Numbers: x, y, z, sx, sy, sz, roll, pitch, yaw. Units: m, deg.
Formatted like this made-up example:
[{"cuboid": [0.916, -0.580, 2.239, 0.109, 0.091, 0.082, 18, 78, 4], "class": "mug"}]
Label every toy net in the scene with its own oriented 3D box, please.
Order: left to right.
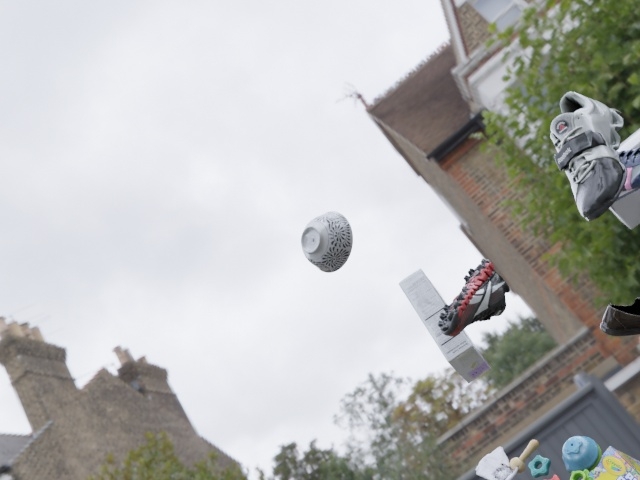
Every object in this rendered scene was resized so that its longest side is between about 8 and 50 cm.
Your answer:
[{"cuboid": [0.393, 0.423, 1.302, 0.232, 0.122, 0.045, -25, -57, 35], "class": "toy net"}]

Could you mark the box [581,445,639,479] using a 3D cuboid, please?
[{"cuboid": [0.680, 0.644, 1.559, 0.290, 0.177, 0.279, 28, -79, -29], "class": "box"}]

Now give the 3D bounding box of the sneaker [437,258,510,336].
[{"cuboid": [0.411, 0.170, 1.870, 0.276, 0.135, 0.097, -45, -3, -39], "class": "sneaker"}]

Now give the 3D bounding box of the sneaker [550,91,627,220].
[{"cuboid": [0.521, -0.177, 1.437, 0.146, 0.330, 0.122, 29, -45, -11], "class": "sneaker"}]

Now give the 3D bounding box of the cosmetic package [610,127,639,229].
[{"cuboid": [0.970, -0.227, 2.064, 0.365, 0.197, 0.155, -40, 3, 17], "class": "cosmetic package"}]

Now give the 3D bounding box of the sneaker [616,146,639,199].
[{"cuboid": [0.788, -0.194, 1.880, 0.112, 0.131, 0.319, -50, 2, -29], "class": "sneaker"}]

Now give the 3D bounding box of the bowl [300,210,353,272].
[{"cuboid": [0.000, 0.000, 1.933, 0.080, 0.170, 0.170, 8, -49, -46], "class": "bowl"}]

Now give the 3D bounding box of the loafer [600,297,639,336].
[{"cuboid": [0.774, 0.175, 1.681, 0.220, 0.080, 0.078, -7, -70, -3], "class": "loafer"}]

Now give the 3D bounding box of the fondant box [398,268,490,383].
[{"cuboid": [0.403, 0.278, 2.323, 0.096, 0.330, 0.238, -34, -37, 8], "class": "fondant box"}]
